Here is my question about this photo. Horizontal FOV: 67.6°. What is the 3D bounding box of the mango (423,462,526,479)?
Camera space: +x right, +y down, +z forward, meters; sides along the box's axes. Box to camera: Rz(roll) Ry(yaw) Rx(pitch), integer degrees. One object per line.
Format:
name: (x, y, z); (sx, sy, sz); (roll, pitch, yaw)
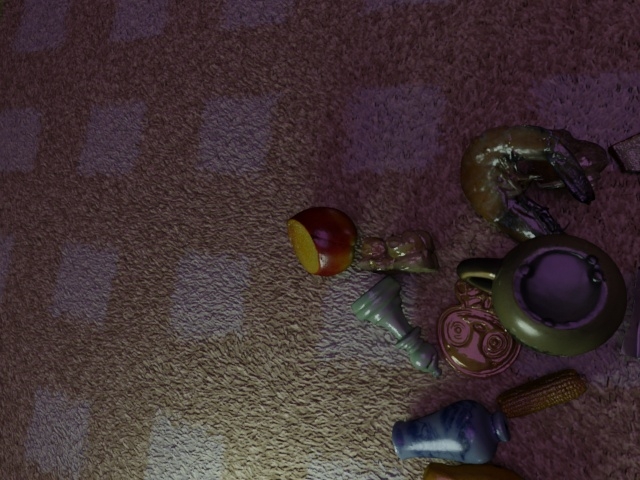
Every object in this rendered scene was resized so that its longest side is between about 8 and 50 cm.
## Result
mango: (0.363, 0.575, 1.072); (0.262, 0.109, 0.157); (10, 93, 26)

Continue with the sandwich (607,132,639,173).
sandwich: (0.744, -0.204, 1.116); (0.105, 0.036, 0.093); (-28, 71, 13)

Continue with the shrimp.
shrimp: (0.515, -0.086, 1.095); (0.445, 0.085, 0.272); (48, 142, 13)

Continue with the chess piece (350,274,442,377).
chess piece: (0.208, 0.227, 1.193); (0.139, 0.139, 0.271); (-41, 79, 9)

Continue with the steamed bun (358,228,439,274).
steamed bun: (0.205, 0.028, 1.192); (0.178, 0.192, 0.106); (-7, 78, 40)

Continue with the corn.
corn: (0.501, 0.348, 1.084); (0.207, 0.068, 0.068); (-26, 72, 13)

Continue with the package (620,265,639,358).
package: (0.788, 0.176, 1.023); (0.251, 0.062, 0.203); (13, 84, 9)

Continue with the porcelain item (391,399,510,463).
porcelain item: (0.300, 0.448, 1.106); (0.259, 0.141, 0.141); (-21, 73, 25)

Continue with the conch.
conch: (0.572, -0.188, 1.126); (0.155, 0.130, 0.207); (-23, 59, 2)

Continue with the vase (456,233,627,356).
vase: (0.454, 0.110, 1.024); (0.329, 0.302, 0.240); (19, 83, 27)

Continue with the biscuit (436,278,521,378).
biscuit: (0.399, 0.191, 1.166); (0.202, 0.044, 0.288); (21, 90, 22)

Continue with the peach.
peach: (0.000, 0.000, 1.268); (0.193, 0.190, 0.190); (5, 81, 2)
